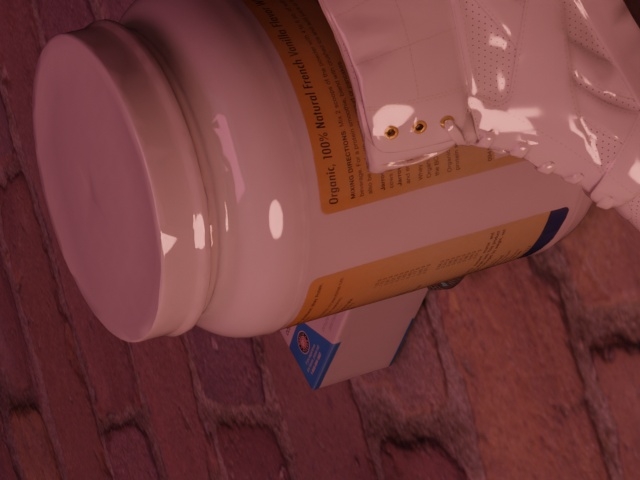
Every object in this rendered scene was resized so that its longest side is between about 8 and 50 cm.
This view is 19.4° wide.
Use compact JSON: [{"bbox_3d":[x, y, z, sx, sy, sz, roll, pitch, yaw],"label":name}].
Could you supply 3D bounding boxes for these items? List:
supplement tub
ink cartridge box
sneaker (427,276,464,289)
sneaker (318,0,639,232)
[{"bbox_3d":[-0.001,-0.068,1.193,0.228,0.316,0.228,39,137,50],"label":"supplement tub"},{"bbox_3d":[0.000,0.000,1.500,0.190,0.082,0.139,59,150,26],"label":"ink cartridge box"},{"bbox_3d":[0.064,-0.033,1.381,0.076,0.065,0.166,111,139,-58],"label":"sneaker"},{"bbox_3d":[0.110,-0.067,1.058,0.292,0.169,0.108,56,-175,-12],"label":"sneaker"}]
